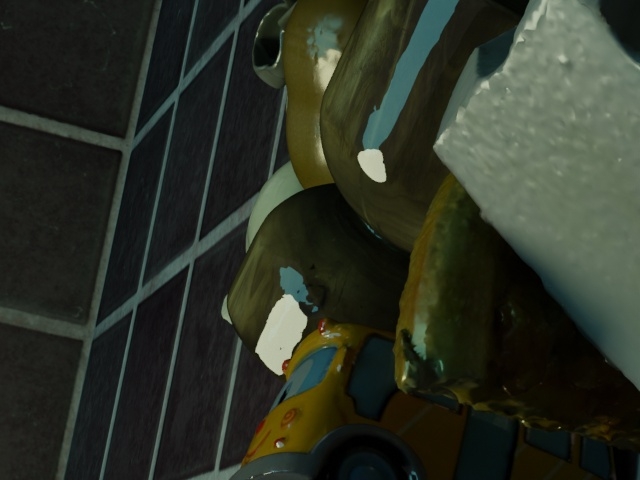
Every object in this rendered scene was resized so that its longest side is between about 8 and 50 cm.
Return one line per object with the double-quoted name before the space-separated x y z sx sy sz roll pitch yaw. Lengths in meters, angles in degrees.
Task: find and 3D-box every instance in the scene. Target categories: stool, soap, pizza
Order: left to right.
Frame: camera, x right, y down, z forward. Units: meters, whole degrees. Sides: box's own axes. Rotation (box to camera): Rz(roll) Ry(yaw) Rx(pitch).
"stool" 0.076 -0.039 1.068 0.179 0.179 0.264 -103 36 -59
"pizza" 0.138 0.023 0.887 0.058 0.197 0.292 -18 12 44
"soap" 0.229 -0.054 0.825 0.302 0.258 0.159 -33 -14 -39

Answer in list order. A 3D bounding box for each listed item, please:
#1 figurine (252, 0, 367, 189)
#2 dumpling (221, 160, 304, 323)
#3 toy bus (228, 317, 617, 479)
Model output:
"figurine" 0.058 -0.153 1.286 0.342 0.167 0.285 -154 80 -77
"dumpling" 0.000 0.000 1.416 0.229 0.124 0.151 -39 -5 -36
"toy bus" 0.059 0.130 0.975 0.126 0.209 0.136 129 161 -56
